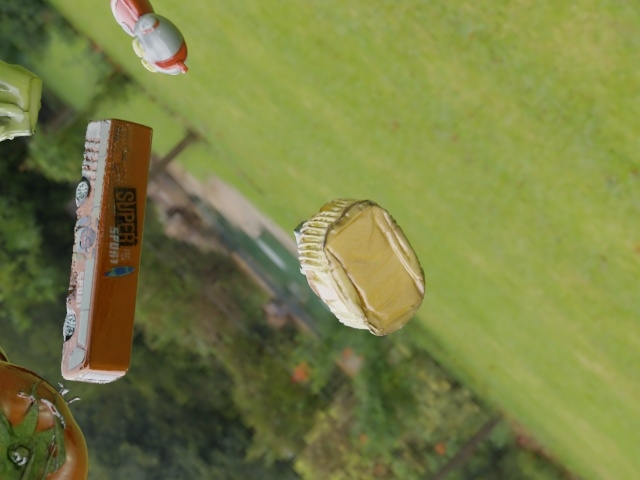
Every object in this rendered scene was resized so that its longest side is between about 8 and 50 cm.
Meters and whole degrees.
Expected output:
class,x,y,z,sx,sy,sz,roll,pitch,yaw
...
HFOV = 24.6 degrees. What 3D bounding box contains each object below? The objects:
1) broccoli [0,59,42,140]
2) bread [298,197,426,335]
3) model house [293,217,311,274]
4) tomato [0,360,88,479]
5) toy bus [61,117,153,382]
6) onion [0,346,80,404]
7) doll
class,x,y,z,sx,sy,sz,roll,pitch,yaw
broccoli,-0.560,-0.211,2.092,0.272,0.334,0.324,5,180,18
bread,0.053,0.033,1.981,0.190,0.132,0.114,58,158,-19
model house,0.000,0.000,2.115,0.066,0.078,0.083,22,138,51
tomato,-0.411,0.272,1.774,0.224,0.256,0.256,-22,120,38
toy bus,-0.331,0.015,2.265,0.093,0.409,0.092,11,170,-39
onion,-0.504,0.248,2.110,0.285,0.273,0.273,-7,-146,-38
doll,-0.267,-0.327,2.281,0.245,0.076,0.142,53,176,38
